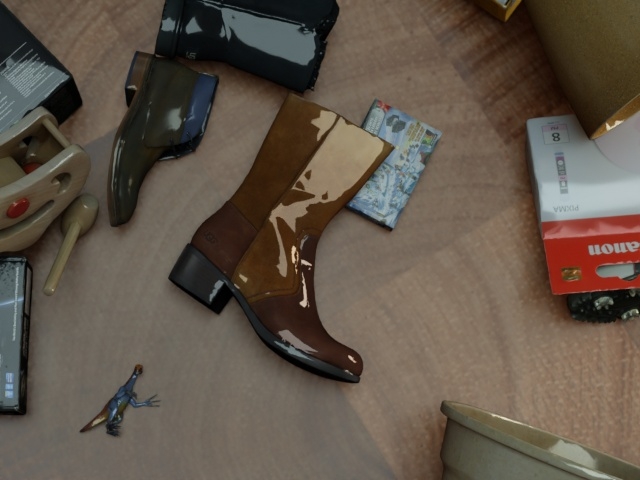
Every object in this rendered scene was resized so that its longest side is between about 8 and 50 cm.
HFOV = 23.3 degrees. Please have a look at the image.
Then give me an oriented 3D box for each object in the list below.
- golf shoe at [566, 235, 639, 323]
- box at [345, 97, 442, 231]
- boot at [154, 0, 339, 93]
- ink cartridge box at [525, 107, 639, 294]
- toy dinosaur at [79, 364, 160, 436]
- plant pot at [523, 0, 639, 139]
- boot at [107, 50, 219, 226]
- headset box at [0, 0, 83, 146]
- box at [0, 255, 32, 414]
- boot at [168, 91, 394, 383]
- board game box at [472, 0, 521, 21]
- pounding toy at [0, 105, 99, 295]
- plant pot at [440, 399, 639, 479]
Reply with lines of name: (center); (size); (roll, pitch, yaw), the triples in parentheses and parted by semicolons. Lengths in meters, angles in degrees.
golf shoe: (0.404, 0.010, 1.872); (0.273, 0.105, 0.120); (-24, 64, -12)
box: (0.076, -0.092, 1.888); (0.094, 0.027, 0.137); (28, 79, 1)
boot: (-0.080, -0.309, 1.885); (0.207, 0.094, 0.246); (12, 71, -9)
ink cartridge box: (0.349, -0.053, 1.830); (0.189, 0.066, 0.232); (-5, 49, 2)
toy dinosaur: (-0.235, 0.182, 1.809); (0.090, 0.047, 0.082); (2, 61, 6)
plant pot: (0.328, -0.284, 1.772); (0.237, 0.237, 0.254); (-35, 83, -10)
boot: (-0.189, -0.116, 1.845); (0.106, 0.082, 0.219); (9, 77, 0)
headset box: (-0.466, -0.193, 1.812); (0.283, 0.131, 0.246); (45, 80, 4)
box: (-0.412, 0.109, 1.788); (0.147, 0.077, 0.180); (2, 80, -3)
boot: (0.000, 0.000, 1.836); (0.264, 0.096, 0.280); (33, 82, 15)
board game box: (0.224, -0.465, 1.911); (0.242, 0.064, 0.316); (37, 87, 11)
pounding toy: (-0.323, -0.040, 1.714); (0.155, 0.269, 0.154); (47, 121, 19)
plant pot: (0.239, 0.375, 1.690); (0.334, 0.334, 0.305); (20, 90, -1)
